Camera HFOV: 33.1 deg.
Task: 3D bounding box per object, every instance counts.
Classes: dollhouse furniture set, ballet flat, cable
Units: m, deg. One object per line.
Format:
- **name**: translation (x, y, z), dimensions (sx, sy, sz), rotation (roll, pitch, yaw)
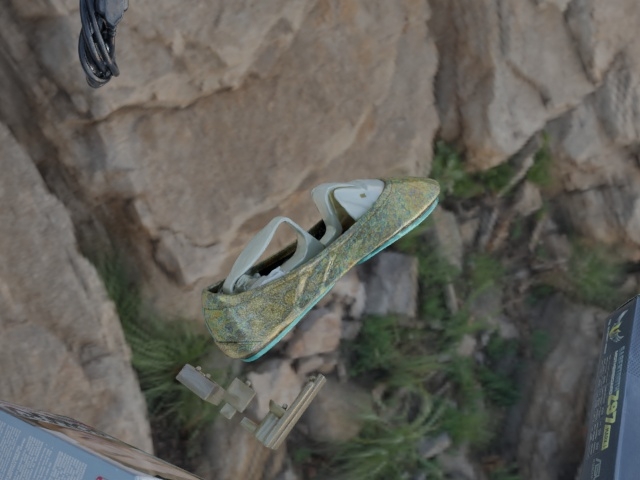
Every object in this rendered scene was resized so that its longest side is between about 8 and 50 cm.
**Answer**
- **dollhouse furniture set**: translation (-0.091, 0.192, 1.487), dimensions (0.151, 0.144, 0.123), rotation (36, 82, 10)
- **ballet flat**: translation (0.000, 0.000, 1.290), dimensions (0.348, 0.123, 0.123), rotation (-39, 107, -18)
- **cable**: translation (-0.212, -0.233, 1.010), dimensions (0.047, 0.150, 0.185), rotation (-5, 124, -19)

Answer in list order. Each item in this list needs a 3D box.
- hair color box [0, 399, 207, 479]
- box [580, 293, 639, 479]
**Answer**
- **hair color box**: translation (-0.263, 0.273, 1.188), dimensions (0.185, 0.374, 0.114), rotation (28, 79, -46)
- **box**: translation (0.337, 0.187, 0.991), dimensions (0.183, 0.059, 0.233), rotation (30, 49, -8)
